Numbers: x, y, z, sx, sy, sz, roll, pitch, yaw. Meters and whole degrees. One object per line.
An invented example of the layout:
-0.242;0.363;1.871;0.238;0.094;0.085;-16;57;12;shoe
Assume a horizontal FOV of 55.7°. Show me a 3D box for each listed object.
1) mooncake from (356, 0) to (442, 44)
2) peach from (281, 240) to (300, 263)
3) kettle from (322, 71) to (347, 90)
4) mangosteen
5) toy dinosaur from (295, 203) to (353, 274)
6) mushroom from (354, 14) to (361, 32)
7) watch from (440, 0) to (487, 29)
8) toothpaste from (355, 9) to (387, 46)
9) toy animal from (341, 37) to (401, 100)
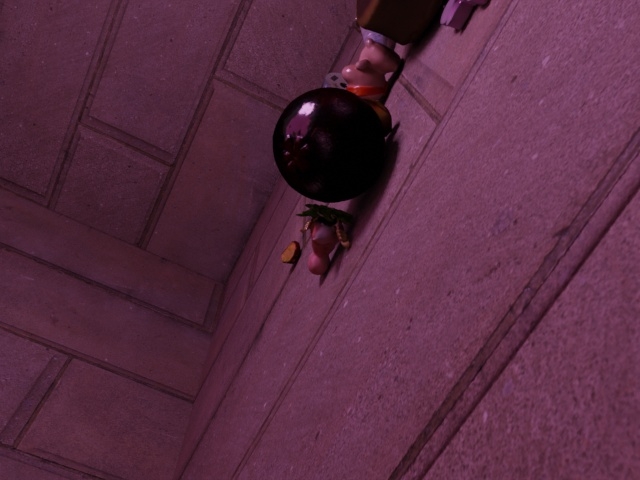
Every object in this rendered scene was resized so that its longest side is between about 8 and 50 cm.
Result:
0.256;-0.781;1.757;0.394;0.246;0.394;-114;42;-75;mooncake
-0.100;0.044;2.156;0.077;0.050;0.083;0;74;52;peach
0.066;-0.538;2.434;0.211;0.159;0.243;-50;-9;-46;kettle
0.039;-0.260;1.608;0.347;0.307;0.307;-31;-20;-50;mangosteen
-0.007;-0.002;1.623;0.194;0.152;0.177;142;143;-80;toy dinosaur
0.274;-0.919;2.314;0.217;0.212;0.292;6;64;36;mushroom
0.290;-0.653;1.410;0.249;0.217;0.211;-69;12;-21;watch
0.193;-0.739;2.168;0.113;0.073;0.300;-16;61;22;toothpaste
0.159;-0.527;1.927;0.198;0.171;0.171;-57;13;20;toy animal
